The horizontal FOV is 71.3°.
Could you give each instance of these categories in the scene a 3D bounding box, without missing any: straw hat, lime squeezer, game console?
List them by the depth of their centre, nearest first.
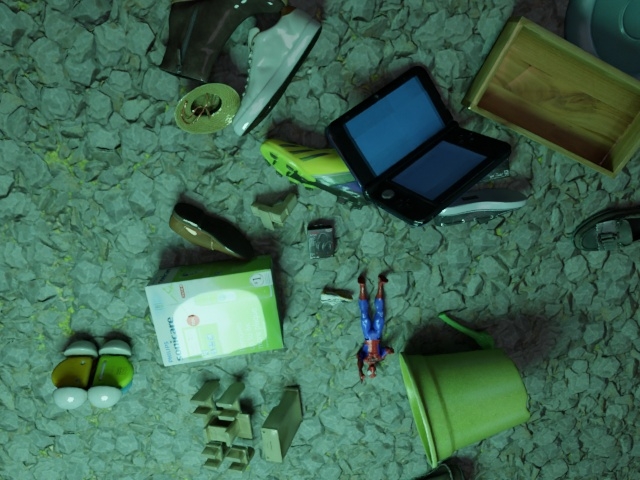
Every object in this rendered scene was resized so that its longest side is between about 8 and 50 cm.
[{"bbox_3d":[0.210,-0.210,0.944,0.293,0.250,0.173,-38,133,-14],"label":"game console"},{"bbox_3d":[-0.252,-0.300,0.962,0.145,0.144,0.061,-32,64,4],"label":"straw hat"},{"bbox_3d":[0.428,0.316,1.213,0.110,0.059,0.310,-25,108,1],"label":"lime squeezer"}]

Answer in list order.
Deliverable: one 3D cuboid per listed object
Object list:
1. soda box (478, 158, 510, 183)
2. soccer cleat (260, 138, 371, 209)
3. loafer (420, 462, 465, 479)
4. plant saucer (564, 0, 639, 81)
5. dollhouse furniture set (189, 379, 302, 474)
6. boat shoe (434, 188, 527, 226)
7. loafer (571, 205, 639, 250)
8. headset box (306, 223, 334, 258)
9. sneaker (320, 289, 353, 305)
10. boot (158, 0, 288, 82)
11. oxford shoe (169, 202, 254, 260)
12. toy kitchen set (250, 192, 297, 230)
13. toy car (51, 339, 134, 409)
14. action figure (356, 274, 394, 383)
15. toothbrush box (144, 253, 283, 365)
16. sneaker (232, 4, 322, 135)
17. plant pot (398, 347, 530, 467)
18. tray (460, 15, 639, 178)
[{"bbox_3d":[0.360,-0.165,1.068,0.169,0.053,0.059,-13,106,-2],"label":"soda box"},{"bbox_3d":[0.005,-0.173,1.026,0.290,0.093,0.121,23,77,-8],"label":"soccer cleat"},{"bbox_3d":[0.268,0.779,1.288,0.130,0.134,0.365,39,99,-15],"label":"loafer"},{"bbox_3d":[0.717,-0.503,1.012,0.319,0.043,0.316,-1,106,-5],"label":"plant saucer"},{"bbox_3d":[-0.190,0.473,1.179,0.243,0.161,0.211,0,107,17],"label":"dollhouse furniture set"},{"bbox_3d":[0.386,-0.072,1.090,0.229,0.080,0.075,-9,124,-6],"label":"boat shoe"},{"bbox_3d":[0.784,-0.034,1.131,0.268,0.084,0.096,-18,107,0],"label":"loafer"},{"bbox_3d":[0.000,0.000,1.091,0.062,0.032,0.083,-5,108,-4],"label":"headset box"},{"bbox_3d":[0.041,0.149,1.143,0.084,0.031,0.036,10,118,-3],"label":"sneaker"},{"bbox_3d":[-0.197,-0.412,0.889,0.249,0.090,0.206,16,93,19],"label":"boot"},{"bbox_3d":[-0.256,-0.007,1.055,0.212,0.076,0.076,31,125,-10],"label":"oxford shoe"},{"bbox_3d":[-0.107,-0.073,1.065,0.084,0.075,0.068,19,148,22],"label":"toy kitchen set"},{"bbox_3d":[-0.545,0.337,1.091,0.182,0.159,0.136,-1,141,-6],"label":"toy car"},{"bbox_3d":[0.136,0.243,1.125,0.092,0.139,0.279,-3,109,-3],"label":"action figure"},{"bbox_3d":[-0.242,0.162,1.069,0.284,0.122,0.205,-7,106,-2],"label":"toothbrush box"},{"bbox_3d":[-0.124,-0.363,0.947,0.123,0.106,0.290,33,91,-7],"label":"sneaker"},{"bbox_3d":[0.355,0.383,1.104,0.254,0.276,0.275,-15,107,2],"label":"plant pot"},{"bbox_3d":[0.556,-0.316,1.019,0.412,0.076,0.202,21,114,-12],"label":"tray"}]
